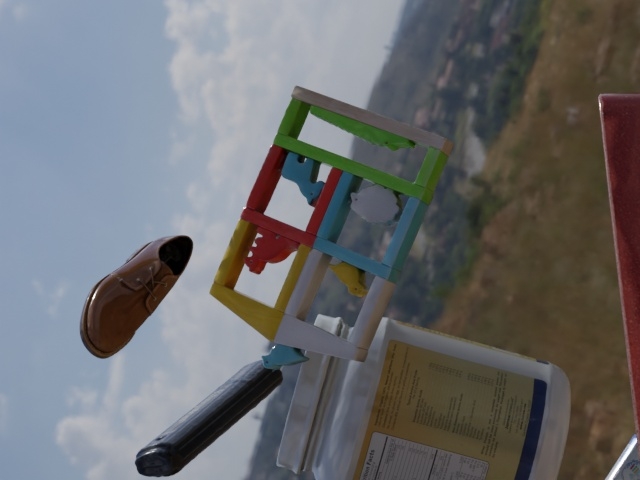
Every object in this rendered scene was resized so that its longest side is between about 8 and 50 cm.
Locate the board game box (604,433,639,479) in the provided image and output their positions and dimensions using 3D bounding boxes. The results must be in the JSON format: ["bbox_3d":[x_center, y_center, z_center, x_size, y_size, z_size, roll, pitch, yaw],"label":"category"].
[{"bbox_3d":[0.414,0.310,1.606,0.090,0.090,0.020,-54,14,-10],"label":"board game box"}]

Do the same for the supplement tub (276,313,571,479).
[{"bbox_3d":[0.122,0.222,1.520,0.228,0.316,0.228,15,-90,-87],"label":"supplement tub"}]

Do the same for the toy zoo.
[{"bbox_3d":[0.000,0.000,1.332,0.030,0.192,0.293,23,-90,-63],"label":"toy zoo"}]

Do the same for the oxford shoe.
[{"bbox_3d":[-0.221,0.058,1.522,0.076,0.076,0.212,-27,22,40],"label":"oxford shoe"}]

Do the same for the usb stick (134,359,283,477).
[{"bbox_3d":[-0.140,0.227,1.631,0.278,0.077,0.045,-36,-71,-56],"label":"usb stick"}]

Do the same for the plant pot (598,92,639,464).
[{"bbox_3d":[0.288,0.084,0.658,0.267,0.236,0.267,61,-153,-53],"label":"plant pot"}]
